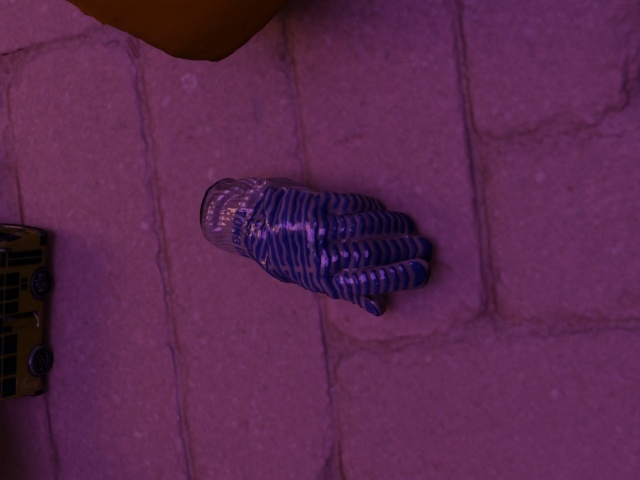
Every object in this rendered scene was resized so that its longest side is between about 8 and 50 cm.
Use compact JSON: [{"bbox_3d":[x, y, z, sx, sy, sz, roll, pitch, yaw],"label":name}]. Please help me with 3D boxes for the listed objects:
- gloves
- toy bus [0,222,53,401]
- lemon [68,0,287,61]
[{"bbox_3d":[-0.005,0.002,1.310,0.229,0.097,0.119,11,128,21],"label":"gloves"},{"bbox_3d":[-0.334,0.073,1.465,0.088,0.101,0.175,6,97,30],"label":"toy bus"},{"bbox_3d":[-0.130,-0.353,1.208,0.364,0.364,0.364,2,94,27],"label":"lemon"}]
